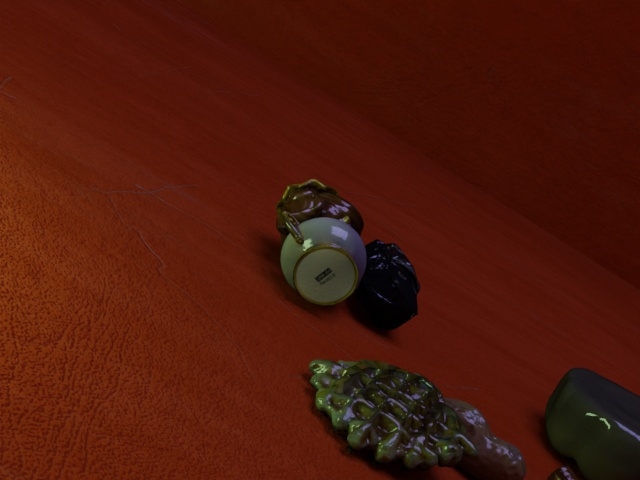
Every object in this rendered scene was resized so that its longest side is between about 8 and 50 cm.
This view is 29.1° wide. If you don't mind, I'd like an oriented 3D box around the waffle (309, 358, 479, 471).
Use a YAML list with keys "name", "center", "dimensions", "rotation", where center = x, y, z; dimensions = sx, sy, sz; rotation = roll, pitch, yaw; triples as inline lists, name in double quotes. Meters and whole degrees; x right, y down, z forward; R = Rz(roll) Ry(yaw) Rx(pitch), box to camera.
- name: "waffle"
  center: [0.094, 0.224, 1.632]
  dimensions: [0.223, 0.054, 0.204]
  rotation: [11, 29, -26]

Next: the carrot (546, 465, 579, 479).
- name: "carrot"
  center: [0.394, 0.397, 1.824]
  dimensions: [0.048, 0.048, 0.139]
  rotation: [18, 25, -47]

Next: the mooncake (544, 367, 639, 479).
- name: "mooncake"
  center: [0.499, 0.334, 2.071]
  dimensions: [0.275, 0.135, 0.275]
  rotation: [29, 15, -9]

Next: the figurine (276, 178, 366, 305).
- name: "figurine"
  center: [0.000, 0.000, 1.991]
  dimensions: [0.189, 0.142, 0.263]
  rotation: [53, 12, -22]

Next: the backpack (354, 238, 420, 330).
- name: "backpack"
  center: [0.113, 0.076, 2.060]
  dimensions: [0.120, 0.106, 0.165]
  rotation: [54, 5, -29]

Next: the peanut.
- name: "peanut"
  center: [0.214, 0.280, 1.730]
  dimensions: [0.174, 0.080, 0.080]
  rotation: [37, 16, 12]
